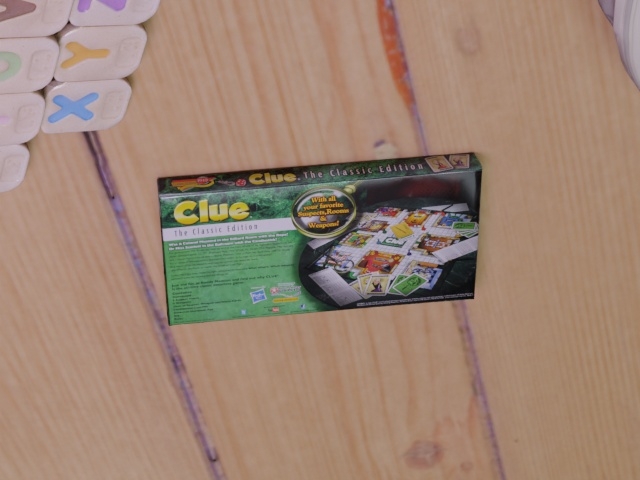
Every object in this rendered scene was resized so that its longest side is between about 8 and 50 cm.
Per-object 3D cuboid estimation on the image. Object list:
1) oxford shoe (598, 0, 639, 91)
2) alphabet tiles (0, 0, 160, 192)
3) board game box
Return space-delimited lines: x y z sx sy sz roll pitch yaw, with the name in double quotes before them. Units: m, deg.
"oxford shoe" 0.237 -0.249 1.194 0.169 0.130 0.449 -39 141 -3
"alphabet tiles" -0.252 -0.125 1.196 0.278 0.021 0.284 -5 143 -26
"board game box" 0.000 0.000 1.395 0.259 0.030 0.136 -4 129 -6
